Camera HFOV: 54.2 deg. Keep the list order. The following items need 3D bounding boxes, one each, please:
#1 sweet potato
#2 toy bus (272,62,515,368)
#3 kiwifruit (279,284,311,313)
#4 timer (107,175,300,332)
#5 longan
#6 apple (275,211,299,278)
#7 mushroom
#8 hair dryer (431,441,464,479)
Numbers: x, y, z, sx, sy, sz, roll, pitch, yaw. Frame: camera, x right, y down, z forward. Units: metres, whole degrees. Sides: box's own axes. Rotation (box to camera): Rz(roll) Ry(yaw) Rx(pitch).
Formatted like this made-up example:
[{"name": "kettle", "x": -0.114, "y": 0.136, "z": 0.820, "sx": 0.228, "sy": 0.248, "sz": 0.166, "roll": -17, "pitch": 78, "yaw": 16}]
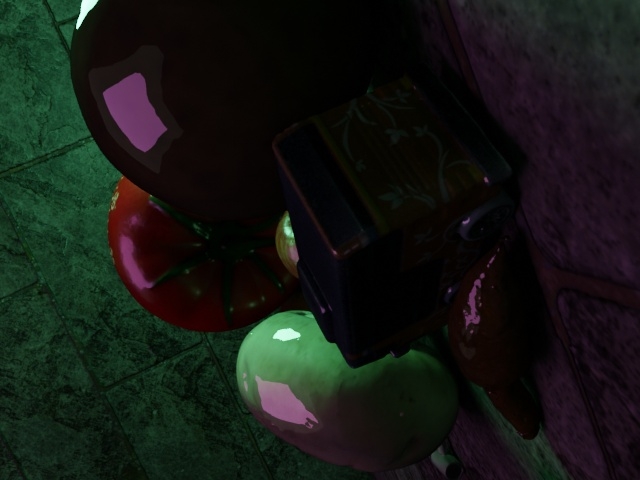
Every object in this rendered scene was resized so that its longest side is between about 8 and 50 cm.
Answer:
[{"name": "sweet potato", "x": 0.159, "y": 0.104, "z": 0.576, "sx": 0.075, "sy": 0.074, "sz": 0.270, "roll": 54, "pitch": 169, "yaw": 52}, {"name": "toy bus", "x": 0.060, "y": 0.000, "z": 0.575, "sx": 0.139, "sy": 0.167, "sz": 0.275, "roll": 60, "pitch": 171, "yaw": 28}, {"name": "kiwifruit", "x": 0.019, "y": 0.175, "z": 1.235, "sx": 0.196, "sy": 0.195, "sz": 0.234, "roll": -131, "pitch": 22, "yaw": -62}, {"name": "timer", "x": -0.199, "y": -0.022, "z": 1.163, "sx": 0.279, "sy": 0.377, "sz": 0.378, "roll": 29, "pitch": 143, "yaw": 63}, {"name": "longan", "x": -0.086, "y": -0.171, "z": 0.611, "sx": 0.319, "sy": 0.318, "sz": 0.319, "roll": 63, "pitch": 171, "yaw": 18}, {"name": "apple", "x": 0.000, "y": 0.000, "z": 1.025, "sx": 0.131, "sy": 0.146, "sz": 0.146, "roll": 47, "pitch": -178, "yaw": -31}, {"name": "mushroom", "x": 0.016, "y": 0.170, "z": 0.871, "sx": 0.356, "sy": 0.315, "sz": 0.315, "roll": 54, "pitch": 173, "yaw": -10}, {"name": "hair dryer", "x": 0.212, "y": 0.351, "z": 1.091, "sx": 0.063, "sy": 0.037, "sz": 0.125, "roll": -152, "pitch": 46, "yaw": -73}]
